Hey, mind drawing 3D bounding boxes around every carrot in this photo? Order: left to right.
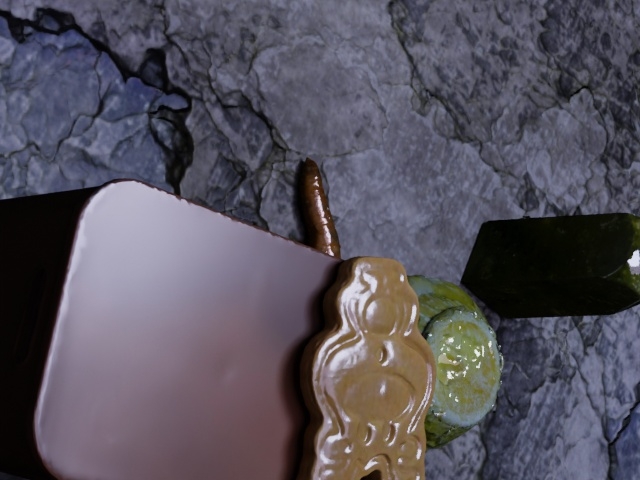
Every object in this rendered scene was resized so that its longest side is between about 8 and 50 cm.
[{"bbox_3d":[0.001,0.000,1.876,0.036,0.036,0.165,-8,92,-41],"label":"carrot"}]

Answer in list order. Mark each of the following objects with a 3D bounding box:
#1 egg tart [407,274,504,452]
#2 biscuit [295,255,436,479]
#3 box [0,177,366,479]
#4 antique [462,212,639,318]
[{"bbox_3d":[0.118,0.124,1.948,0.197,0.078,0.197,3,85,-43],"label":"egg tart"},{"bbox_3d":[0.041,0.131,1.605,0.144,0.040,0.236,8,86,-47],"label":"biscuit"},{"bbox_3d":[-0.146,0.103,1.611,0.339,0.229,0.239,22,76,-40],"label":"box"},{"bbox_3d":[0.259,0.027,1.978,0.080,0.221,0.081,37,65,-35],"label":"antique"}]
